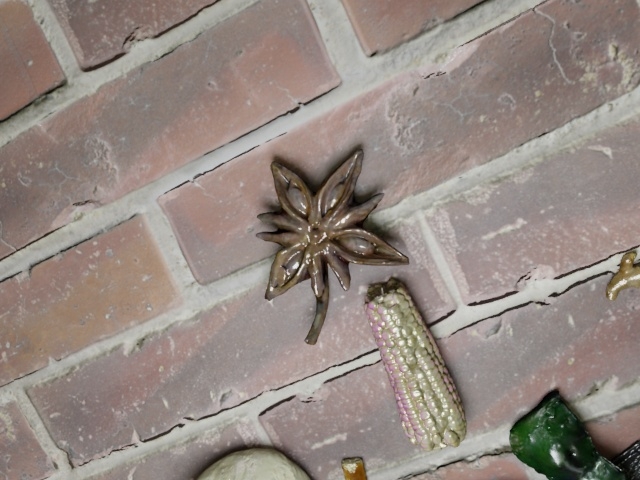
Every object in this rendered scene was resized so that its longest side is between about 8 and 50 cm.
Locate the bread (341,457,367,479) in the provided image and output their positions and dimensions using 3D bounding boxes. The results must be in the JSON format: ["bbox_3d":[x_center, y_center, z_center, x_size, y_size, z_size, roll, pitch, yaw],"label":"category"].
[{"bbox_3d":[0.075,0.500,1.110,0.047,0.036,0.083,-13,96,3],"label":"bread"}]

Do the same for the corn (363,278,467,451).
[{"bbox_3d":[0.180,0.237,1.011,0.126,0.126,0.335,-19,93,12],"label":"corn"}]

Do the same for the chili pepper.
[{"bbox_3d":[0.481,0.435,0.991,0.148,0.116,0.264,-41,91,16],"label":"chili pepper"}]

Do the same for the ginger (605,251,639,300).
[{"bbox_3d":[0.560,0.069,0.960,0.048,0.030,0.097,29,102,32],"label":"ginger"}]

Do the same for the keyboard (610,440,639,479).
[{"bbox_3d":[0.670,0.484,1.016,0.230,0.025,0.094,42,106,0],"label":"keyboard"}]

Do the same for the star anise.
[{"bbox_3d":[0.001,-0.001,1.001,0.292,0.109,0.349,-27,84,20],"label":"star anise"}]

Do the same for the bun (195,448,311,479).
[{"bbox_3d":[-0.141,0.625,1.077,0.359,0.211,0.360,2,99,10],"label":"bun"}]
